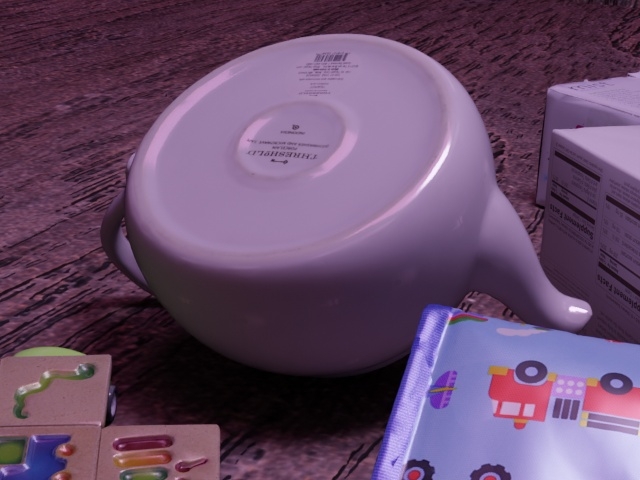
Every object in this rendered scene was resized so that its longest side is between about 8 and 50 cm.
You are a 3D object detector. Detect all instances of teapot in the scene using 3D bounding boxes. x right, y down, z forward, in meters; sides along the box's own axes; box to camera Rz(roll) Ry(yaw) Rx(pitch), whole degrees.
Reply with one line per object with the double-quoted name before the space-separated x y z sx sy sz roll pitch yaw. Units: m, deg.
"teapot" 0.000 0.000 0.835 0.253 0.187 0.256 -29 45 -9

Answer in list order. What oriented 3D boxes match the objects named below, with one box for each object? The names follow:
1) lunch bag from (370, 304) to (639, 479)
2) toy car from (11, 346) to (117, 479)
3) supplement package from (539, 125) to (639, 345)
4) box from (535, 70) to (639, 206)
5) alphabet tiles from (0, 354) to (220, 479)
"lunch bag" 0.111 0.171 0.468 0.221 0.138 0.293 9 33 14
"toy car" -0.165 0.106 0.678 0.239 0.053 0.225 5 19 5
"supplement package" 0.298 0.020 0.859 0.204 0.145 0.262 -3 20 -15
"box" 0.377 -0.078 1.186 0.262 0.126 0.231 -10 22 -32
"alphabet tiles" -0.214 0.140 0.532 0.343 0.011 0.285 -1 32 -4
